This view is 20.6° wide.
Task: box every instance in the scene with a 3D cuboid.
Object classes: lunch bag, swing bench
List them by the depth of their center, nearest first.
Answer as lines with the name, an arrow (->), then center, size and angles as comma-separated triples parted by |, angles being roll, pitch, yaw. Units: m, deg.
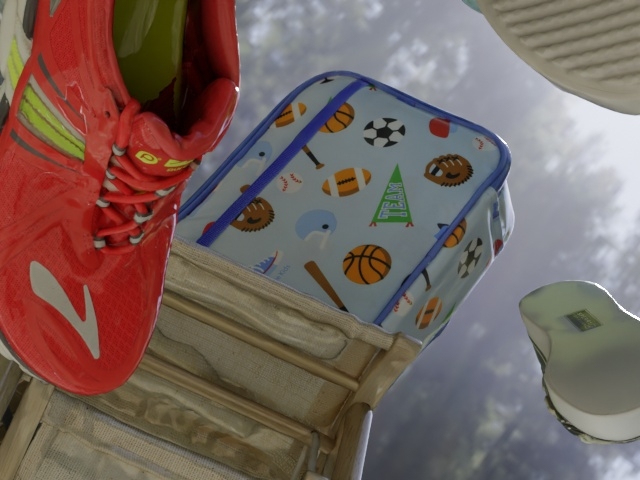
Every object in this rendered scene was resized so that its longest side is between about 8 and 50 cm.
swing bench -> -0.101, 0.139, 1.150 | 0.253, 0.255, 0.165 | 26, -41, -7
lunch bag -> 0.000, 0.000, 1.463 | 0.243, 0.303, 0.115 | 28, -31, 27

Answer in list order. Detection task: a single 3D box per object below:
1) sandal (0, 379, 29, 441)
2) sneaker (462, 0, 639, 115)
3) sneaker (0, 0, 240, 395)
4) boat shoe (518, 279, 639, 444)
sandal -> -0.315, 0.155, 1.632 | 0.049, 0.180, 0.072 | 38, -33, 43
sneaker -> 0.163, -0.201, 1.257 | 0.150, 0.135, 0.366 | 33, 17, -51
sneaker -> -0.092, -0.046, 0.783 | 0.118, 0.107, 0.279 | 35, -56, 47
boat shoe -> 0.178, 0.088, 1.110 | 0.078, 0.219, 0.070 | -15, -74, 2
